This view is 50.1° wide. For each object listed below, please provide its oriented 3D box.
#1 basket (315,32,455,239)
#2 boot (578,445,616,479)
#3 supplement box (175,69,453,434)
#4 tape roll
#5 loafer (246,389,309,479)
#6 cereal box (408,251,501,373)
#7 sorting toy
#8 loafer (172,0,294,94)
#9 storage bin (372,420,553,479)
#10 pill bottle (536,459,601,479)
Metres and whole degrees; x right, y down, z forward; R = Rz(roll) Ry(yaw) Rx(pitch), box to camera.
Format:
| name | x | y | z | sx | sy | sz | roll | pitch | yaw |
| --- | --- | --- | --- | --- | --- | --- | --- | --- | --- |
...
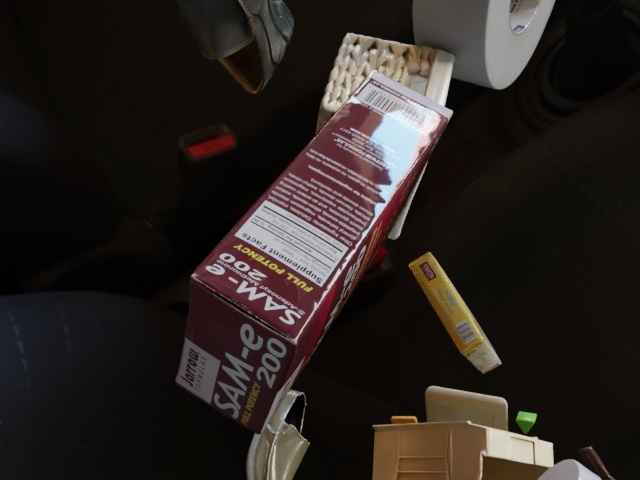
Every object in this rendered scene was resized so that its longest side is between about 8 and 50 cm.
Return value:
| name | x | y | z | sx | sy | sz | roll | pitch | yaw |
| --- | --- | --- | --- | --- | --- | --- | --- | --- | --- |
| basket | 0.050 | -0.096 | 0.649 | 0.103 | 0.167 | 0.113 | 15 | 59 | 2 |
| boot | 0.598 | 0.501 | 1.482 | 0.037 | 0.106 | 0.114 | -29 | 63 | -16 |
| supplement box | 0.000 | 0.000 | 0.477 | 0.073 | 0.130 | 0.239 | 30 | 51 | 8 |
| tape roll | 0.167 | -0.257 | 0.643 | 0.072 | 0.219 | 0.219 | 22 | 77 | 25 |
| loafer | -0.070 | 0.364 | 1.211 | 0.087 | 0.094 | 0.251 | -15 | 45 | 16 |
| cereal box | 0.235 | 0.131 | 1.174 | 0.047 | 0.240 | 0.173 | -32 | 63 | 8 |
| sorting toy | 0.327 | 0.418 | 1.526 | 0.348 | 0.047 | 0.195 | 5 | 113 | 26 |
| loafer | -0.064 | -0.152 | 0.466 | 0.062 | 0.170 | 0.061 | 9 | 86 | 22 |
| storage bin | 0.274 | 0.429 | 1.321 | 0.260 | 0.262 | 0.123 | -16 | 61 | 41 |
| pill bottle | 0.411 | 0.436 | 0.911 | 0.283 | 0.160 | 0.160 | 40 | 83 | 5 |
